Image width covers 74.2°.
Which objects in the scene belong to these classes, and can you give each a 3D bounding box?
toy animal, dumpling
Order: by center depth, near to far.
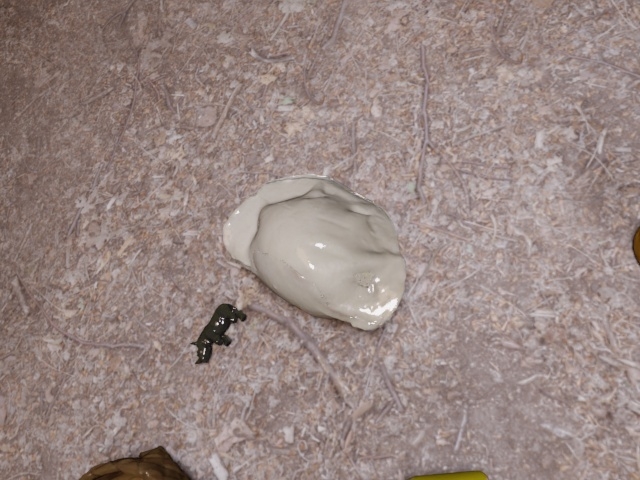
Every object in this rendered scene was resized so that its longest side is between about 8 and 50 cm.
[{"bbox_3d":[0.003,0.001,0.791,0.341,0.181,0.260,17,67,43],"label":"dumpling"},{"bbox_3d":[-0.213,0.190,0.856,0.065,0.047,0.136,28,83,28],"label":"toy animal"}]

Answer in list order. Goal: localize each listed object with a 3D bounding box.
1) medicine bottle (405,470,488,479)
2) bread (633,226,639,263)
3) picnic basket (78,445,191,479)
[{"bbox_3d":[0.152,0.418,0.629,0.212,0.122,0.122,-12,69,13],"label":"medicine bottle"},{"bbox_3d":[0.590,0.004,0.666,0.149,0.073,0.122,5,72,18],"label":"bread"},{"bbox_3d":[-0.318,0.509,0.633,0.337,0.337,0.293,34,84,23],"label":"picnic basket"}]
